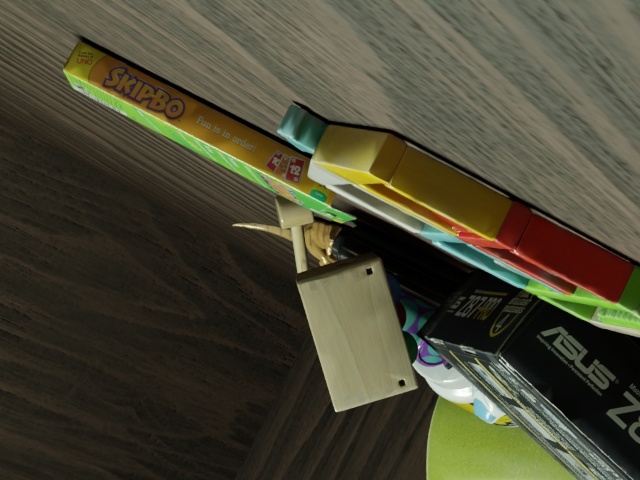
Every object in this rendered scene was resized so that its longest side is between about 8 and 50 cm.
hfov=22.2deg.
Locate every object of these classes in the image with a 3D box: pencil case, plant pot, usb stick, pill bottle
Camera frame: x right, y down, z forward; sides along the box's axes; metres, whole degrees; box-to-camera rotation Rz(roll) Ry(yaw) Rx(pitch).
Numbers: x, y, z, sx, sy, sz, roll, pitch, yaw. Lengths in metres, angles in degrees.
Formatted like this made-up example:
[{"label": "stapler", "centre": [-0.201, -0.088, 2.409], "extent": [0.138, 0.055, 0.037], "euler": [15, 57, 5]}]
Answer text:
[{"label": "pencil case", "centre": [0.095, 0.071, 1.725], "extent": [0.152, 0.070, 0.064], "euler": [48, 153, 46]}, {"label": "plant pot", "centre": [0.327, 0.273, 2.005], "extent": [0.293, 0.275, 0.275], "euler": [2, 161, 40]}, {"label": "usb stick", "centre": [0.142, 0.057, 1.642], "extent": [0.278, 0.045, 0.077], "euler": [26, -174, 15]}, {"label": "pill bottle", "centre": [0.185, 0.136, 1.850], "extent": [0.119, 0.119, 0.208], "euler": [24, 176, 33]}]

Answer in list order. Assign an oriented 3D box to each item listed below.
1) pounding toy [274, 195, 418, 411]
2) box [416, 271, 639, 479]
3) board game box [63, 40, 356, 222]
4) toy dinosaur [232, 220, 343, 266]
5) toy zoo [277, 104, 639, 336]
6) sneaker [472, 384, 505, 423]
[{"label": "pounding toy", "centre": [0.027, 0.044, 1.587], "extent": [0.094, 0.206, 0.181], "euler": [-16, -177, 0]}, {"label": "box", "centre": [0.280, 0.189, 1.421], "extent": [0.395, 0.097, 0.318], "euler": [42, 173, -5]}, {"label": "board game box", "centre": [-0.086, -0.084, 1.340], "extent": [0.259, 0.039, 0.124], "euler": [30, 177, -4]}, {"label": "toy dinosaur", "centre": [0.000, 0.000, 1.857], "extent": [0.112, 0.064, 0.211], "euler": [47, 159, -21]}, {"label": "toy zoo", "centre": [0.102, -0.010, 1.081], "extent": [0.293, 0.030, 0.192], "euler": [27, 176, -12]}, {"label": "sneaker", "centre": [0.253, 0.158, 1.699], "extent": [0.237, 0.086, 0.085], "euler": [9, -162, -34]}]
